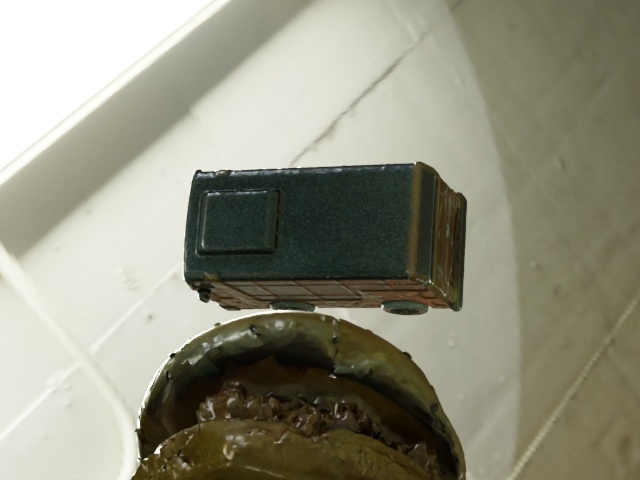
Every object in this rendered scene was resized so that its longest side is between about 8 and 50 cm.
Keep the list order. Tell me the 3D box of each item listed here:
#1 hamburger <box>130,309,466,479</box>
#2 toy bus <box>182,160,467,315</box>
[{"bbox_3d":[-0.013,0.128,0.682,0.185,0.177,0.113,58,-164,-32],"label":"hamburger"},{"bbox_3d":[0.000,0.000,1.477,0.167,0.275,0.139,36,-124,-65],"label":"toy bus"}]
